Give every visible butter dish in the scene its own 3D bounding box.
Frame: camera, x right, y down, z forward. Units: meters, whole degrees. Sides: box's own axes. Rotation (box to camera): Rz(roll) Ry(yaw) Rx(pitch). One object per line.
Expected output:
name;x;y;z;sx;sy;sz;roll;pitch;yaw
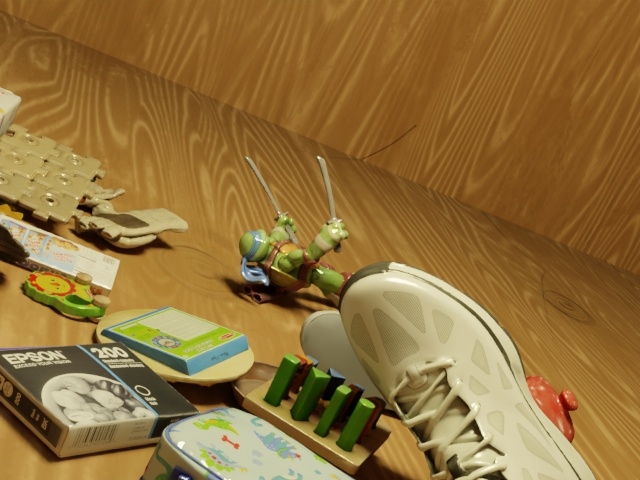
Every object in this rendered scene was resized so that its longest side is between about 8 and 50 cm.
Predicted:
butter dish;0.325;0.260;1.709;0.160;0.118;0.160;59;20;7

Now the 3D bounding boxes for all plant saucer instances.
plant saucer;-0.048;0.212;1.504;0.168;0.029;0.168;23;13;-6

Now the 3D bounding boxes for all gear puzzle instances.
gear puzzle;-0.443;-0.071;1.758;0.175;0.044;0.339;24;25;-8

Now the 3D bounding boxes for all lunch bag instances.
lunch bag;-0.064;0.261;1.167;0.219;0.090;0.176;30;14;18

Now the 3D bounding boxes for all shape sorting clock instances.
shape sorting clock;-0.187;0.136;1.490;0.206;0.040;0.206;10;15;-3

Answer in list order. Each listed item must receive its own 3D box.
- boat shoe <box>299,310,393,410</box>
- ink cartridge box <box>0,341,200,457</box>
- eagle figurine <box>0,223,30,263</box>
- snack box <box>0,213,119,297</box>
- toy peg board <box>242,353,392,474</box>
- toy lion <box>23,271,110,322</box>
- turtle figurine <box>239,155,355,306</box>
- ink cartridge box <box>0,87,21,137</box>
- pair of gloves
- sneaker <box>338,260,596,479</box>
boat shoe;0.097;0.182;1.698;0.306;0.113;0.105;23;7;-19
ink cartridge box;-0.271;0.157;1.284;0.208;0.045;0.206;32;16;31
eagle figurine;-0.534;-0.067;1.456;0.226;0.225;0.298;-24;74;-19
snack box;-0.371;0.022;1.606;0.178;0.022;0.064;22;39;-14
toy peg board;0.013;0.196;1.443;0.161;0.079;0.160;30;16;13
toy lion;-0.338;0.070;1.522;0.096;0.034;0.100;5;24;-39
turtle figurine;0.000;0.000;1.944;0.266;0.198;0.275;37;48;-34
ink cartridge box;-0.611;-0.193;1.825;0.201;0.117;0.278;23;14;-9
pair of gloves;-0.360;-0.048;1.890;0.240;0.042;0.204;25;18;23
sneaker;0.176;0.227;1.348;0.447;0.169;0.257;50;18;-4
